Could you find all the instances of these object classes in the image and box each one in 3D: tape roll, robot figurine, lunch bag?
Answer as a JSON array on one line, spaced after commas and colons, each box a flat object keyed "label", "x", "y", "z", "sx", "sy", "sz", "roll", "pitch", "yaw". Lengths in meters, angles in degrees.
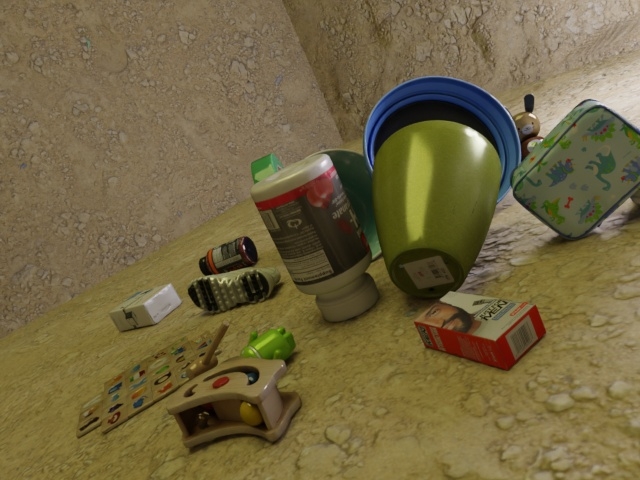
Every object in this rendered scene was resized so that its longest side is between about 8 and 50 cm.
[{"label": "tape roll", "x": -0.125, "y": -0.125, "z": 1.705, "sx": 0.077, "sy": 0.321, "sz": 0.321, "roll": -22, "pitch": 15, "yaw": 6}, {"label": "robot figurine", "x": -0.103, "y": 0.214, "z": 0.984, "sx": 0.115, "sy": 0.067, "sz": 0.101, "roll": -32, "pitch": 36, "yaw": -27}, {"label": "lunch bag", "x": 0.466, "y": -0.121, "z": 0.924, "sx": 0.219, "sy": 0.176, "sz": 0.090, "roll": -53, "pitch": 2, "yaw": 26}]

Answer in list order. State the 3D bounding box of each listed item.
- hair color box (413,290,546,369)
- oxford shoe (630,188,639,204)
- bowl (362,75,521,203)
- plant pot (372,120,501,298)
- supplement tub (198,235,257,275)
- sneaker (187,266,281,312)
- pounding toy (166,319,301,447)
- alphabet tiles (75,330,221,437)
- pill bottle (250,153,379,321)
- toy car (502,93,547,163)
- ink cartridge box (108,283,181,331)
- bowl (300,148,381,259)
[{"label": "hair color box", "x": 0.230, "y": 0.127, "z": 0.768, "sx": 0.093, "sy": 0.053, "sz": 0.167, "roll": -33, "pitch": 15, "yaw": -25}, {"label": "oxford shoe", "x": 0.721, "y": -0.199, "z": 0.962, "sx": 0.449, "sy": 0.130, "sz": 0.169, "roll": -33, "pitch": 20, "yaw": -20}, {"label": "bowl", "x": 0.298, "y": -0.225, "z": 1.303, "sx": 0.391, "sy": 0.391, "sz": 0.077, "roll": -28, "pitch": -14, "yaw": -9}, {"label": "plant pot", "x": 0.218, "y": -0.041, "z": 1.023, "sx": 0.274, "sy": 0.275, "sz": 0.294, "roll": -17, "pitch": 36, "yaw": 29}, {"label": "supplement tub", "x": -0.327, "y": 0.062, "z": 1.818, "sx": 0.197, "sy": 0.106, "sz": 0.106, "roll": -21, "pitch": 15, "yaw": 18}, {"label": "sneaker", "x": -0.244, "y": 0.131, "z": 1.469, "sx": 0.291, "sy": 0.110, "sz": 0.118, "roll": -9, "pitch": 12, "yaw": 24}, {"label": "pounding toy", "x": -0.171, "y": 0.234, "z": 0.847, "sx": 0.269, "sy": 0.155, "sz": 0.154, "roll": -10, "pitch": 16, "yaw": 46}, {"label": "alphabet tiles", "x": -0.397, "y": 0.322, "z": 1.207, "sx": 0.342, "sy": 0.011, "sz": 0.285, "roll": -30, "pitch": 15, "yaw": -17}, {"label": "pill bottle", "x": 0.000, "y": 0.000, "z": 1.063, "sx": 0.176, "sy": 0.319, "sz": 0.176, "roll": -23, "pitch": 15, "yaw": 7}, {"label": "toy car", "x": 0.576, "y": -0.305, "z": 1.449, "sx": 0.155, "sy": 0.189, "sz": 0.149, "roll": -22, "pitch": 15, "yaw": 14}, {"label": "ink cartridge box", "x": -0.582, "y": 0.223, "z": 1.722, "sx": 0.190, "sy": 0.082, "sz": 0.139, "roll": -17, "pitch": 16, "yaw": 34}, {"label": "bowl", "x": 0.044, "y": -0.073, "z": 1.385, "sx": 0.311, "sy": 0.312, "sz": 0.163, "roll": -27, "pitch": -5, "yaw": -8}]
